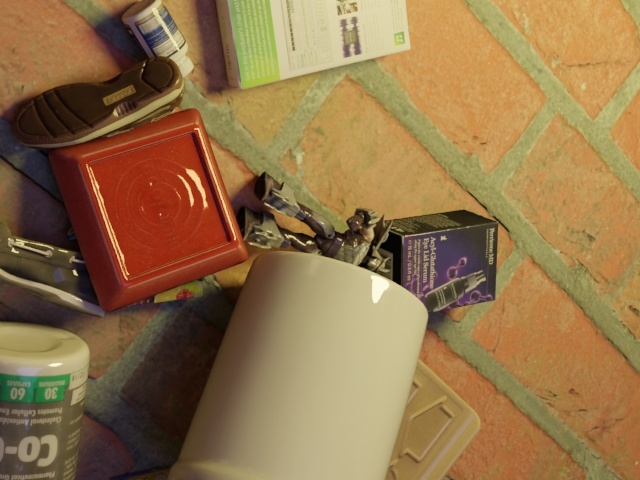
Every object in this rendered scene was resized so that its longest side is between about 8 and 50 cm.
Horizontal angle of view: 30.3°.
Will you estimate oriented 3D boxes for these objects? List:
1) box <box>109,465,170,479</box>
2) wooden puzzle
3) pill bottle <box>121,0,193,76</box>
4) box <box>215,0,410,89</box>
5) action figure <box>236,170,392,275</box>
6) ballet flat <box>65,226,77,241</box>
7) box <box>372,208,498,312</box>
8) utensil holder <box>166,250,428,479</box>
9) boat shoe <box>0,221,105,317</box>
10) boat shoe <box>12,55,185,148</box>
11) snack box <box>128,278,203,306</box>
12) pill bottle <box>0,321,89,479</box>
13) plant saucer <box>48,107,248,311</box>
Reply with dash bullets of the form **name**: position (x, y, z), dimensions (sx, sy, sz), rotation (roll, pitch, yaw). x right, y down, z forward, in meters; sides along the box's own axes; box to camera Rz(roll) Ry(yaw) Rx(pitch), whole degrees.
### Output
- **box**: position (-0.264, 0.435, 1.907), dimensions (0.105, 0.179, 0.043), rotation (-9, 117, -27)
- **wooden puzzle**: position (0.094, 0.357, 2.134), dimensions (0.322, 0.080, 0.348), rotation (-51, 126, -6)
- **pill bottle**: position (-0.241, -0.301, 1.778), dimensions (0.067, 0.067, 0.120), rotation (-38, 119, -14)
- **box**: position (-0.013, -0.389, 1.888), dimensions (0.322, 0.058, 0.232), rotation (-17, 112, -26)
- **action figure**: position (0.000, 0.000, 1.973), dimensions (0.285, 0.099, 0.185), rotation (25, 109, -24)
- **ballet flat**: position (-0.306, -0.036, 1.829), dimensions (0.188, 0.070, 0.070), rotation (-5, 106, -30)
- **box**: position (0.203, 0.037, 2.098), dimensions (0.207, 0.108, 0.153), rotation (-10, 108, -26)
- **utensil holder**: position (-0.028, 0.251, 1.853), dimensions (0.327, 0.327, 0.385), rotation (30, 67, -32)
- **boat shoe**: position (-0.448, 0.018, 1.741), dimensions (0.335, 0.112, 0.095), rotation (27, 72, -37)
- **boat shoe**: position (-0.321, -0.185, 1.751), dimensions (0.257, 0.095, 0.095), rotation (-17, 70, -4)
- **snack box**: position (-0.259, 0.047, 1.884), dimensions (0.141, 0.037, 0.100), rotation (-8, 106, -27)
- **pill bottle**: position (-0.461, 0.316, 1.751), dimensions (0.204, 0.204, 0.361), rotation (2, 103, -30)
- **plant saucer**: position (-0.249, -0.053, 1.796), dimensions (0.259, 0.047, 0.258), rotation (-21, 94, -30)
